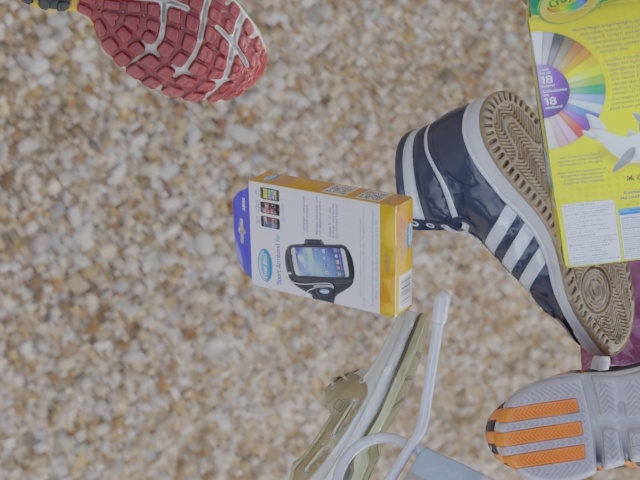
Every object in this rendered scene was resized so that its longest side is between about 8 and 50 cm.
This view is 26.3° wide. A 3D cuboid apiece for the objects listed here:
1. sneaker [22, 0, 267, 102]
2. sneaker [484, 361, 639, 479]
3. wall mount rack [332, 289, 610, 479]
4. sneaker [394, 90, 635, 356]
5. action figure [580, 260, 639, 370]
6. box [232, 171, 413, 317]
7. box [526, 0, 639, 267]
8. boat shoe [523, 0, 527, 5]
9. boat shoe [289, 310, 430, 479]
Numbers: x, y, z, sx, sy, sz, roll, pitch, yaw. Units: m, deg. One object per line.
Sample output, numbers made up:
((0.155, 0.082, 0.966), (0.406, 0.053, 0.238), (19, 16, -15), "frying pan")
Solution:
((-0.131, -0.179, 0.939), (0.225, 0.092, 0.088), (33, 114, -13), "sneaker")
((0.310, 0.152, 1.279), (0.321, 0.180, 0.124), (-3, 87, 1), "sneaker")
((0.156, 0.236, 1.439), (0.304, 0.350, 0.130), (-58, 142, -14), "wall mount rack")
((0.178, -0.005, 1.302), (0.099, 0.153, 0.282), (-47, 112, -38), "sneaker")
((0.360, -0.016, 1.608), (0.276, 0.370, 0.248), (-24, 171, 42), "action figure")
((0.000, 0.000, 0.954), (0.028, 0.136, 0.081), (-27, 123, -51), "box")
((0.171, -0.075, 0.743), (0.105, 0.043, 0.179), (-7, 121, 12), "box")
((0.222, -0.299, 1.452), (0.072, 0.190, 0.068), (-41, 170, 5), "boat shoe")
((0.053, 0.225, 1.884), (0.302, 0.103, 0.113), (-65, 166, -1), "boat shoe")
